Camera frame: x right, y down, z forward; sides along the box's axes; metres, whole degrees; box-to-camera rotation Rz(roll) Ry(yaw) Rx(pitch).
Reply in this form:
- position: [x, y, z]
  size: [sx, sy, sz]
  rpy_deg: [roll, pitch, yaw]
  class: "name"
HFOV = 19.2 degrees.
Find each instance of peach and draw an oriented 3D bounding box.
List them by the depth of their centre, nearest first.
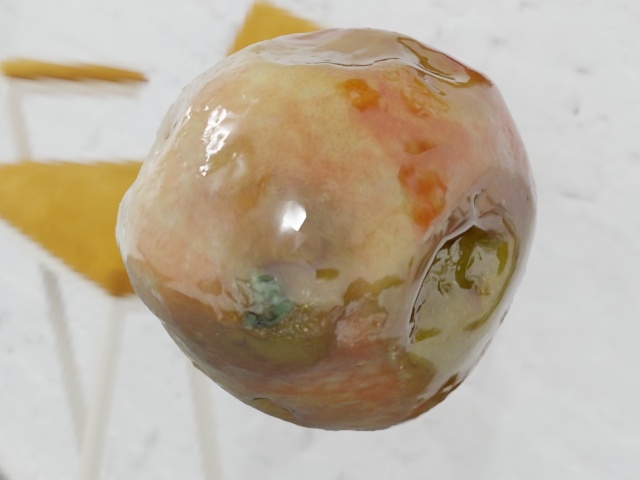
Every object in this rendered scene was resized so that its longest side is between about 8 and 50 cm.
- position: [0.000, 0.000, 0.977]
  size: [0.214, 0.214, 0.235]
  rpy_deg: [16, 19, 17]
  class: "peach"
